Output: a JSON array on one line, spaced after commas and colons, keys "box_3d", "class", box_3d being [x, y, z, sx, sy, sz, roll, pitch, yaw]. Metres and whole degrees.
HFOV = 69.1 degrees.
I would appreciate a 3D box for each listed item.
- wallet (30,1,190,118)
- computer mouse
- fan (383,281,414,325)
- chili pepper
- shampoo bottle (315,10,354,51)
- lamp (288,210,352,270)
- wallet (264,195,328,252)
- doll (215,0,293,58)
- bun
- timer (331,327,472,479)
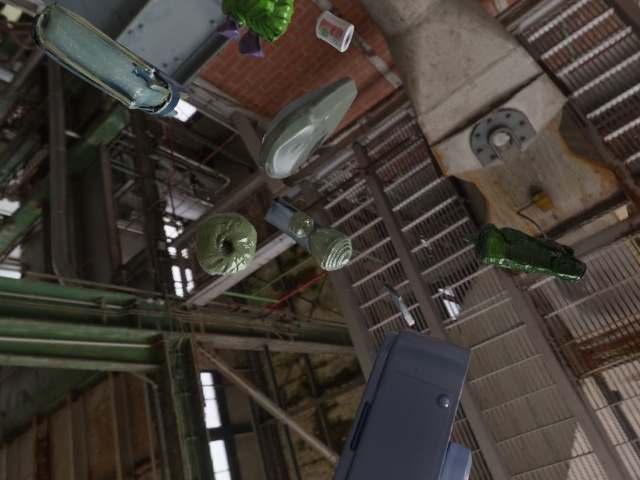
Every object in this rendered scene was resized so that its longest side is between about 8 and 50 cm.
[{"box_3d": [-0.250, -0.213, 0.591, 0.059, 0.141, 0.202, -57, -171, 6], "class": "wallet"}, {"box_3d": [-0.027, -0.250, 0.974, 0.095, 0.331, 0.197, 40, -52, -3], "class": "computer mouse"}, {"box_3d": [0.203, 0.165, 1.173, 0.023, 0.282, 0.057, -44, -120, -4], "class": "fan"}, {"box_3d": [0.481, 0.026, 1.126, 0.270, 0.136, 0.099, 18, -56, 6], "class": "chili pepper"}, {"box_3d": [0.031, -0.543, 1.197, 0.099, 0.043, 0.072, 35, -39, 10], "class": "shampoo bottle"}, {"box_3d": [0.000, 0.000, 1.208, 0.193, 0.106, 0.106, 39, -79, 26], "class": "lamp"}, {"box_3d": [-0.076, -0.048, 1.515, 0.036, 0.222, 0.167, -56, -177, -26], "class": "wallet"}, {"box_3d": [-0.077, -0.282, 0.551, 0.190, 0.050, 0.115, 54, -48, 43], "class": "doll"}, {"box_3d": [-0.315, 0.007, 1.524, 0.221, 0.108, 0.221, -1, -100, 8], "class": "bun"}, {"box_3d": [0.148, 0.366, 0.756, 0.173, 0.395, 0.395, 13, -95, 20], "class": "timer"}]
